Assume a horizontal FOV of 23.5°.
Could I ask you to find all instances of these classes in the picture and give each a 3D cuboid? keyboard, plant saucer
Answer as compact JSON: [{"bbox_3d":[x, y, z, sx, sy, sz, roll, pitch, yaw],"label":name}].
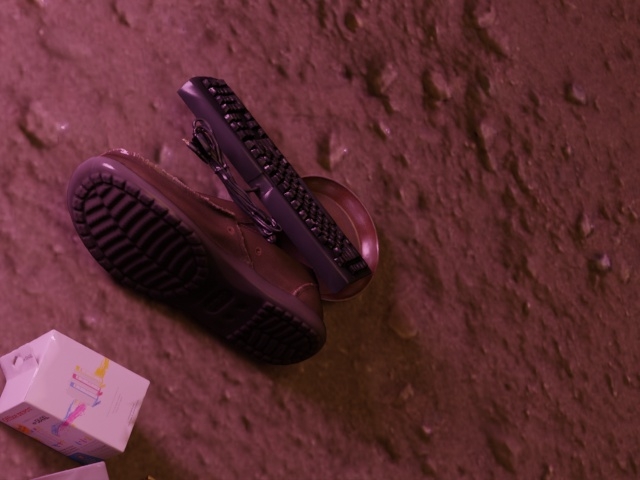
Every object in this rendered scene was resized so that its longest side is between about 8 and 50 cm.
[{"bbox_3d":[-0.063,-0.070,1.853,0.317,0.033,0.201,51,24,6],"label":"keyboard"},{"bbox_3d":[0.000,0.000,1.959,0.168,0.029,0.168,14,64,-31],"label":"plant saucer"}]

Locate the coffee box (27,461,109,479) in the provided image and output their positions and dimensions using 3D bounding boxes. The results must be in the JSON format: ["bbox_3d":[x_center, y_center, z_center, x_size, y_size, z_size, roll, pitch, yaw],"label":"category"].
[{"bbox_3d":[-0.345,0.337,1.519,0.297,0.119,0.168,-8,79,-38],"label":"coffee box"}]

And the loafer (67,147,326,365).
[{"bbox_3d":[-0.142,0.008,1.805,0.366,0.134,0.130,40,36,-27],"label":"loafer"}]

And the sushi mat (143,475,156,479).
[{"bbox_3d":[-0.103,0.411,1.733,0.316,0.019,0.151,38,53,-20],"label":"sushi mat"}]

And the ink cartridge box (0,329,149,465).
[{"bbox_3d":[-0.276,0.167,1.652,0.143,0.092,0.090,31,58,-22],"label":"ink cartridge box"}]
